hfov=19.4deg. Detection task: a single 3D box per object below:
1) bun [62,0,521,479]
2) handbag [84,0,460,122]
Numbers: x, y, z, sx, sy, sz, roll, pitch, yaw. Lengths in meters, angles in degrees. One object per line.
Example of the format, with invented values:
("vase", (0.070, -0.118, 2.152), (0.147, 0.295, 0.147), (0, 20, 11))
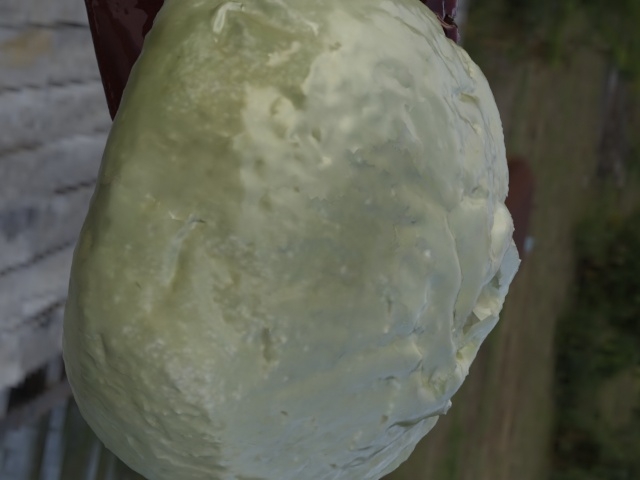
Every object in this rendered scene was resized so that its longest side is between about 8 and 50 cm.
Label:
("bun", (0.000, 0.000, 1.143), (0.349, 0.227, 0.352), (-50, 150, -58))
("handbag", (-0.039, -0.204, 1.392), (0.084, 0.276, 0.260), (-82, 162, -67))
